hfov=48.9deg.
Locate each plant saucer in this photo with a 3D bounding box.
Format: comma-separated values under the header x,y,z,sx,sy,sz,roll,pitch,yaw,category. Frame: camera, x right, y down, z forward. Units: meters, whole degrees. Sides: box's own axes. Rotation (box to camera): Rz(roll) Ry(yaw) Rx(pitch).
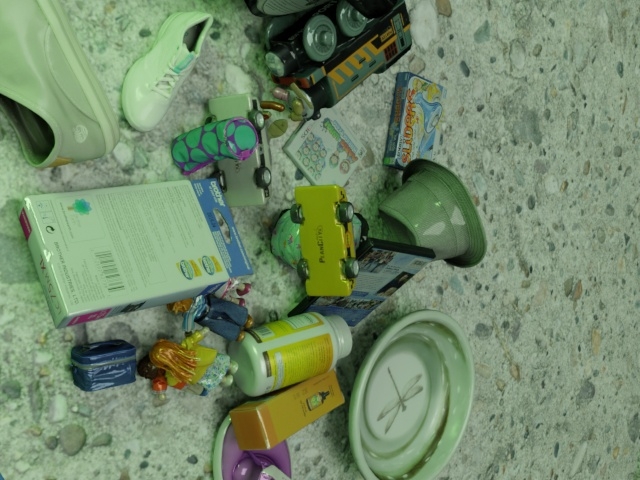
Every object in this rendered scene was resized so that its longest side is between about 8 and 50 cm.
x,y,z,sx,sy,sz,roll,pitch,yaw,category
0.181,0.341,1.531,0.400,0.100,0.400,-7,101,-42,plant saucer

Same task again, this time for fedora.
x,y,z,sx,sy,sz,roll,pitch,yaw,category
0.202,-0.035,1.417,0.124,0.275,0.243,-26,108,-12,fedora

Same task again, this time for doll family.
x,y,z,sx,sy,sz,roll,pitch,yaw,category
-0.196,0.144,1.150,0.163,0.118,0.263,29,76,-40,doll family

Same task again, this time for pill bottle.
x,y,z,sx,sy,sz,roll,pitch,yaw,category
-0.051,0.199,1.278,0.215,0.117,0.117,-12,103,-34,pill bottle

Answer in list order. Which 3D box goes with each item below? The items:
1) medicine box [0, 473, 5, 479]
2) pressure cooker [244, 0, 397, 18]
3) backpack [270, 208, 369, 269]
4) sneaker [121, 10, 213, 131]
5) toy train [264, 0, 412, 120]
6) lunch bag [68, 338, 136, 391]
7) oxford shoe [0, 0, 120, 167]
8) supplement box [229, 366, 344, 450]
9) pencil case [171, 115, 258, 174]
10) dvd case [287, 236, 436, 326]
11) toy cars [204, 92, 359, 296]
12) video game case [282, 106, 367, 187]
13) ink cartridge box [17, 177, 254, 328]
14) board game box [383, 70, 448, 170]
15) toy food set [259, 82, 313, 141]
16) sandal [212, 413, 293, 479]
x,y,z,sx,sy,sz,roll,pitch,yaw,category
-0.495,0.197,0.771,0.149,0.289,0.263,-34,117,-32,medicine box
-0.006,-0.518,1.004,0.370,0.375,0.420,-29,94,-30,pressure cooker
0.000,0.000,1.313,0.182,0.115,0.152,10,91,-39,backpack
-0.231,-0.266,1.082,0.080,0.094,0.212,32,75,-41,sneaker
0.039,-0.363,1.290,0.334,0.142,0.190,-45,131,-28,toy train
-0.332,0.185,1.068,0.098,0.067,0.065,-5,99,-40,lunch bag
-0.408,-0.277,0.878,0.130,0.169,0.449,-41,126,-29,oxford shoe
-0.056,0.303,1.288,0.233,0.080,0.078,-16,89,-50,supplement box
-0.170,-0.148,1.113,0.064,0.152,0.070,-6,90,-45,pencil case
0.076,0.086,1.337,0.180,0.253,0.022,10,46,-42,dvd case
-0.055,-0.080,1.185,0.393,0.176,0.087,47,26,7,toy cars
0.013,-0.175,1.364,0.157,0.019,0.143,49,64,-35,video game case
-0.266,0.008,1.054,0.311,0.065,0.185,-12,71,-39,ink cartridge box
0.206,-0.247,1.518,0.136,0.035,0.201,9,90,-43,board game box
-0.071,-0.229,1.230,0.078,0.122,0.019,48,38,-21,toy food set
-0.092,0.501,1.303,0.169,0.102,0.416,-17,105,-42,sandal
